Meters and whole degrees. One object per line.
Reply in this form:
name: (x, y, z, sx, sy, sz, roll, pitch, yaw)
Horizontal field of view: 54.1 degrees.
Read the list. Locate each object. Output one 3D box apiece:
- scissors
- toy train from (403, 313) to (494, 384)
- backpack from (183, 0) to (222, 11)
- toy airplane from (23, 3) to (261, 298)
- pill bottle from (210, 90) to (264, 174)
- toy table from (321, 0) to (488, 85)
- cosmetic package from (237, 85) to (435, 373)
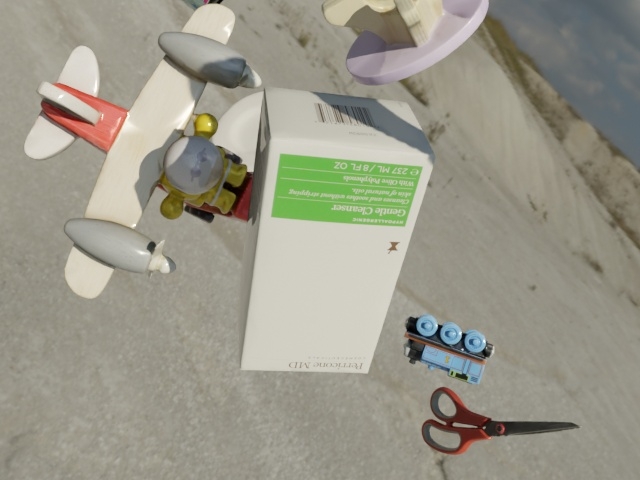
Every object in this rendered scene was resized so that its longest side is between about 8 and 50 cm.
scissors: (0.274, 0.308, 0.994, 0.021, 0.108, 0.297, 15, -9, -36)
toy train: (0.251, 0.216, 1.258, 0.184, 0.105, 0.080, 18, -2, 10)
backpack: (-0.193, -0.529, 1.085, 0.191, 0.253, 0.225, 27, 58, -17)
toy airplane: (-0.251, -0.141, 0.972, 0.385, 0.385, 0.272, -23, 23, -27)
pill bottle: (-0.070, -0.120, 1.386, 0.224, 0.224, 0.392, 52, -7, 34)
toy table: (0.143, -0.409, 1.097, 0.161, 0.274, 0.252, 45, 13, -49)
cosmetic package: (0.000, 0.000, 0.836, 0.197, 0.365, 0.155, 3, 36, -10)
